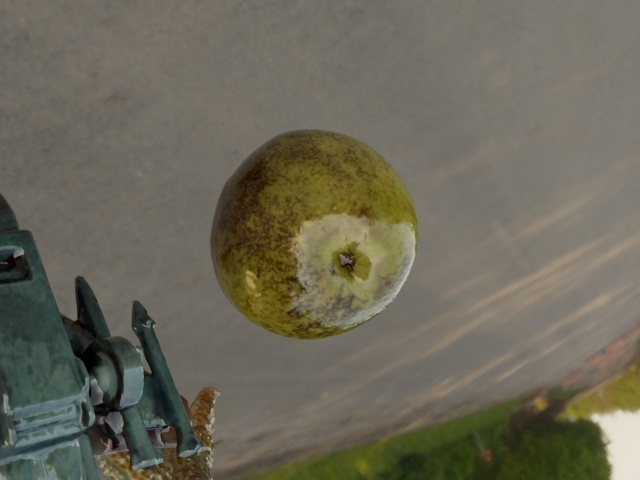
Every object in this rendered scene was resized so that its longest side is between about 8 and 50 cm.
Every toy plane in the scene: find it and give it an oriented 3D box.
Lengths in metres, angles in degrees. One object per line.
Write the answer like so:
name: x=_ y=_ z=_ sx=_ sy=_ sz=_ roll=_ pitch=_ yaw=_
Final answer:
toy plane: x=-0.166 y=0.030 z=0.472 sx=0.223 sy=0.327 sz=0.104 roll=-6 pitch=170 yaw=-46

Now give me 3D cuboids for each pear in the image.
pear: x=0.000 y=0.000 z=0.904 sx=0.197 sy=0.197 sz=0.197 roll=-30 pitch=164 yaw=-10

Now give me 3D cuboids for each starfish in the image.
starfish: x=-0.090 y=0.183 z=0.683 sx=0.048 sy=0.295 sz=0.231 roll=-38 pitch=-179 yaw=15

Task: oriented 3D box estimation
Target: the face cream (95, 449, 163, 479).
face cream: x=-0.156 y=0.202 z=0.799 sx=0.117 sy=0.104 sz=0.117 roll=-158 pitch=-90 yaw=-82
